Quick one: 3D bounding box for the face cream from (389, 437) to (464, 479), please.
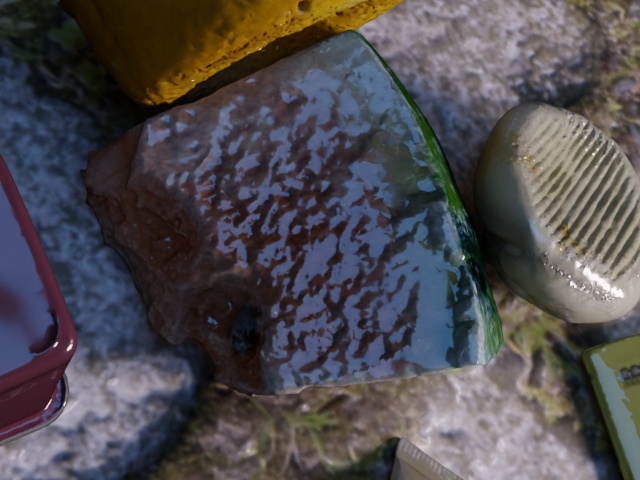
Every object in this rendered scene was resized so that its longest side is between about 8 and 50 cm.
[{"bbox_3d":[0.062,0.282,1.062,0.137,0.084,0.341,35,39,-5],"label":"face cream"}]

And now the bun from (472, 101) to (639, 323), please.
[{"bbox_3d":[0.177,-0.016,1.227,0.183,0.102,0.183,25,49,-32],"label":"bun"}]

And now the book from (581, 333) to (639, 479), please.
[{"bbox_3d":[0.365,0.227,1.254,0.239,0.035,0.352,-13,78,-21],"label":"book"}]

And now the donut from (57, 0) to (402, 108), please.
[{"bbox_3d":[-0.041,-0.185,1.122,0.277,0.277,0.109,-26,89,-25],"label":"donut"}]

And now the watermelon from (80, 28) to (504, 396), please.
[{"bbox_3d":[0.011,-0.006,1.138,0.302,0.151,0.264,-18,80,-24],"label":"watermelon"}]

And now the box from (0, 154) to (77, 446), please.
[{"bbox_3d":[-0.302,0.063,0.996,0.294,0.167,0.193,-21,82,-24],"label":"box"}]
